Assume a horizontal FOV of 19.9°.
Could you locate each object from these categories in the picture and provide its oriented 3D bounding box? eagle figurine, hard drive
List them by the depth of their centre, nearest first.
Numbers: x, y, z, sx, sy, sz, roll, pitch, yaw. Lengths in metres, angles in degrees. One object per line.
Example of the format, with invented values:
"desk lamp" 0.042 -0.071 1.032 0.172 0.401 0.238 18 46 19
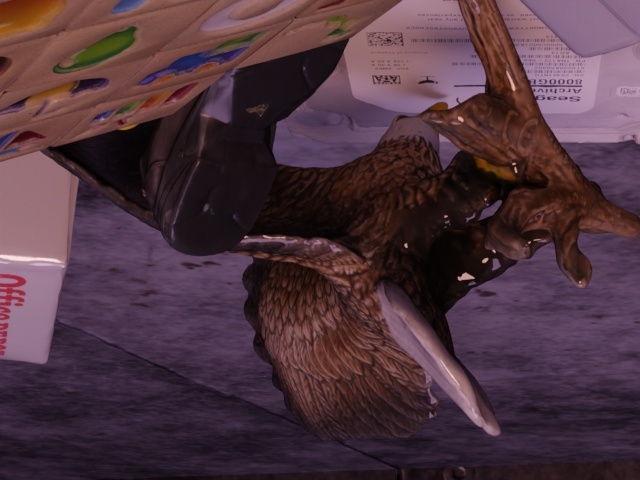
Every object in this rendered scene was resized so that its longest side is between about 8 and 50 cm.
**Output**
"hard drive" 0.081 -0.130 0.942 0.236 0.064 0.339 1 165 5
"eagle figurine" 0.005 -0.004 0.951 0.298 0.226 0.225 -14 178 32

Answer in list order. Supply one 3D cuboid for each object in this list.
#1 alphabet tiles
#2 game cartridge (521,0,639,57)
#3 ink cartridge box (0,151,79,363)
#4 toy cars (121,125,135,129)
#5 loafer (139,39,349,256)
"alphabet tiles" -0.056 -0.073 0.558 0.285 0.011 0.342 -18 175 -30
"game cartridge" 0.087 -0.173 0.603 0.062 0.198 0.297 -39 173 -17
"ink cartridge box" -0.343 -0.038 1.130 0.384 0.160 0.279 5 164 -10
"toy cars" -0.078 -0.154 0.753 0.087 0.176 0.393 -28 177 -25
"loafer" -0.037 -0.078 0.812 0.062 0.170 0.061 13 -157 -44
